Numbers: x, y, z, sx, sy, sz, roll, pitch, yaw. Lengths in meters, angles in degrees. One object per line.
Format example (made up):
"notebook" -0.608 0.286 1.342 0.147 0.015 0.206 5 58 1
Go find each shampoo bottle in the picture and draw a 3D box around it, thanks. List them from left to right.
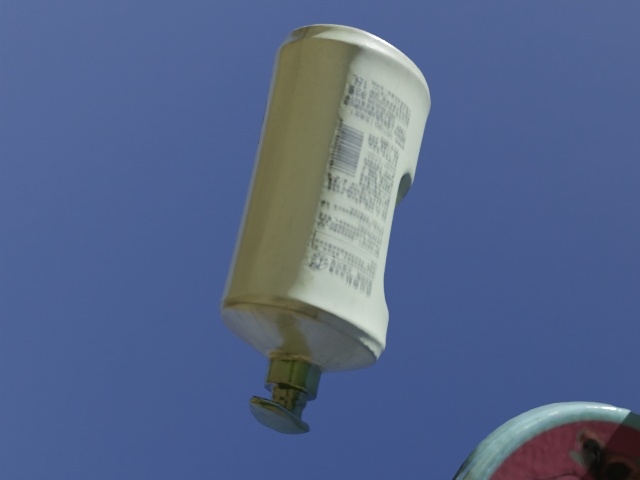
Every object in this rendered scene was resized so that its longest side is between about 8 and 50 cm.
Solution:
"shampoo bottle" 0.000 0.000 0.781 0.087 0.118 0.234 -2 -115 32

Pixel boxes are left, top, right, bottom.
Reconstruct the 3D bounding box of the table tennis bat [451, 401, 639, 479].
"table tennis bat" 0.089 0.176 0.500 0.244 0.153 0.040 -62 -165 -24
